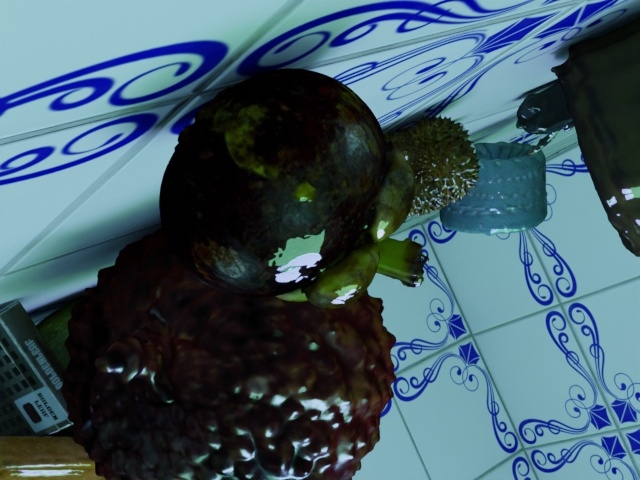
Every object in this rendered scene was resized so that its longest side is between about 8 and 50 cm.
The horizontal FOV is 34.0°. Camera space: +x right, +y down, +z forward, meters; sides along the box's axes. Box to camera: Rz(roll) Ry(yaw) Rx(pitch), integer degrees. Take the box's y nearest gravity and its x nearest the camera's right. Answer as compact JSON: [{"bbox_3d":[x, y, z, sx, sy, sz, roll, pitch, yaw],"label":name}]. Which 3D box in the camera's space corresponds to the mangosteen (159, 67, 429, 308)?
[{"bbox_3d":[-0.013,-0.025,0.807,0.192,0.217,0.192,-50,-175,6],"label":"mangosteen"}]

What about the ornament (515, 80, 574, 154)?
[{"bbox_3d":[0.377,-0.203,1.734,0.202,0.080,0.236,-27,177,-15],"label":"ornament"}]

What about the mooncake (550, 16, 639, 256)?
[{"bbox_3d":[0.431,-0.129,1.352,0.187,0.324,0.324,-22,177,17],"label":"mooncake"}]

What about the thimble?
[{"bbox_3d":[0.316,-0.100,1.928,0.198,0.143,0.235,-2,-167,3],"label":"thimble"}]

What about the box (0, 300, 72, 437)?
[{"bbox_3d":[-0.477,0.218,1.506,0.325,0.180,0.047,-26,-171,40],"label":"box"}]

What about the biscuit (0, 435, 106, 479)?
[{"bbox_3d":[-0.483,0.366,1.583,0.350,0.078,0.455,-4,160,-23],"label":"biscuit"}]

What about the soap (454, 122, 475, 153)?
[{"bbox_3d":[0.129,-0.114,1.567,0.183,0.063,0.121,-21,174,-37],"label":"soap"}]

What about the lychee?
[{"bbox_3d":[-0.118,0.157,1.299,0.425,0.424,0.500,-25,161,13],"label":"lychee"}]

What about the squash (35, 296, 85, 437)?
[{"bbox_3d":[-0.356,0.196,1.674,0.309,0.310,0.310,6,155,-45],"label":"squash"}]

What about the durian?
[{"bbox_3d":[0.134,-0.094,1.388,0.158,0.137,0.168,-5,169,17],"label":"durian"}]
